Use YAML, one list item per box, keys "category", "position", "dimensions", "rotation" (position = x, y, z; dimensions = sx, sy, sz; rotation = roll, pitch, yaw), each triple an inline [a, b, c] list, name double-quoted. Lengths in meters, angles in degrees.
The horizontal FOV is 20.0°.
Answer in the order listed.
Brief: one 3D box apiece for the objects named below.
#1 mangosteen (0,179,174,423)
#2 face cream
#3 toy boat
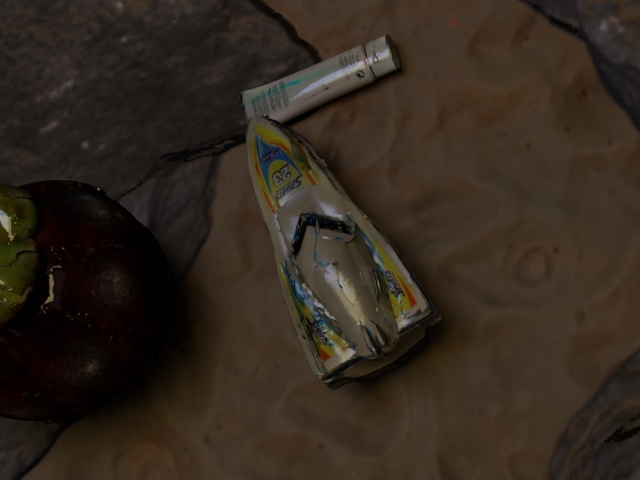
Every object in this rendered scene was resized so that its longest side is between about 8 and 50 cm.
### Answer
- category: "mangosteen"
  position: [-0.188, 0.031, 1.151]
  dimensions: [0.166, 0.180, 0.166]
  rotation: [-14, 62, 27]
- category: "face cream"
  position: [-0.002, -0.104, 1.203]
  dimensions: [0.115, 0.020, 0.038]
  rotation: [-22, 66, 17]
- category: "toy boat"
  position: [0.000, 0.000, 1.142]
  dimensions: [0.084, 0.066, 0.210]
  rotation: [-35, 61, 9]
